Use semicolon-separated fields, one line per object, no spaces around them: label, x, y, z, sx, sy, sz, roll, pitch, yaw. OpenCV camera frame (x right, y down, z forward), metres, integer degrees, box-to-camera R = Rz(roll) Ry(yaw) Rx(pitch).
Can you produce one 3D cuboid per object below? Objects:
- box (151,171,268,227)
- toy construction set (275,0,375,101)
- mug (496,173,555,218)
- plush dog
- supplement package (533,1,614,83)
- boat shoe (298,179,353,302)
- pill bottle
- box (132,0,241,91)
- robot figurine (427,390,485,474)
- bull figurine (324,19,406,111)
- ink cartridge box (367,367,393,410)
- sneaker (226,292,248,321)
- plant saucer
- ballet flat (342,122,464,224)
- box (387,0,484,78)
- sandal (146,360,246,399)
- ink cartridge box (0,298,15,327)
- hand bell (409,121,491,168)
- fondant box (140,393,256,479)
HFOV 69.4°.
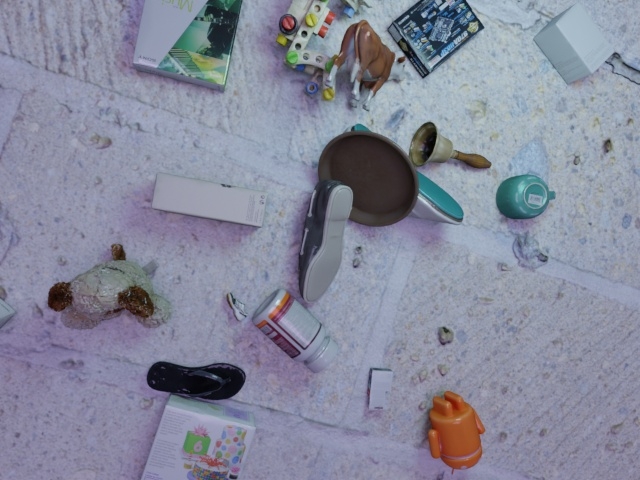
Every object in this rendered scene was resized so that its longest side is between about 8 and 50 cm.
box;-0.277;-0.100;1.178;0.274;0.113;0.094;10;89;-12
toy construction set;0.011;-0.545;1.194;0.214;0.151;0.328;28;87;-10
mug;0.604;-0.134;1.341;0.157;0.097;0.130;-37;97;-7
plush dog;-0.495;0.116;1.086;0.262;0.225;0.211;1;92;-10
supplement package;0.737;-0.572;1.348;0.105;0.105;0.179;-44;99;-6
boat shoe;0.000;0.000;1.240;0.112;0.095;0.336;3;109;-41
pill bottle;-0.064;0.240;1.221;0.221;0.121;0.121;44;84;-9
box;-0.329;-0.569;1.180;0.232;0.058;0.323;11;91;-10
robot figurine;0.385;0.544;1.309;0.128;0.158;0.220;-12;95;30
bull figurine;0.125;-0.441;1.186;0.101;0.310;0.189;29;101;25
ink cartridge box;0.167;0.424;1.315;0.062;0.029;0.115;6;92;-11
sneaker;-0.224;0.174;1.240;0.036;0.032;0.083;-28;101;-22
plant saucer;0.124;-0.160;1.199;0.278;0.277;0.041;44;45;-8
ballet flat;0.206;-0.153;1.265;0.400;0.139;0.139;38;85;-5
box;0.326;-0.598;1.300;0.220;0.051;0.175;-41;98;-7
sandal;-0.325;0.374;1.211;0.254;0.054;0.097;4;91;-10
ink cartridge box;-0.869;0.203;1.093;0.148;0.086;0.203;44;85;-8
hand bell;0.387;-0.241;1.312;0.241;0.126;0.126;12;90;-23
fondant box;-0.331;0.595;1.198;0.238;0.096;0.331;18;89;-10
